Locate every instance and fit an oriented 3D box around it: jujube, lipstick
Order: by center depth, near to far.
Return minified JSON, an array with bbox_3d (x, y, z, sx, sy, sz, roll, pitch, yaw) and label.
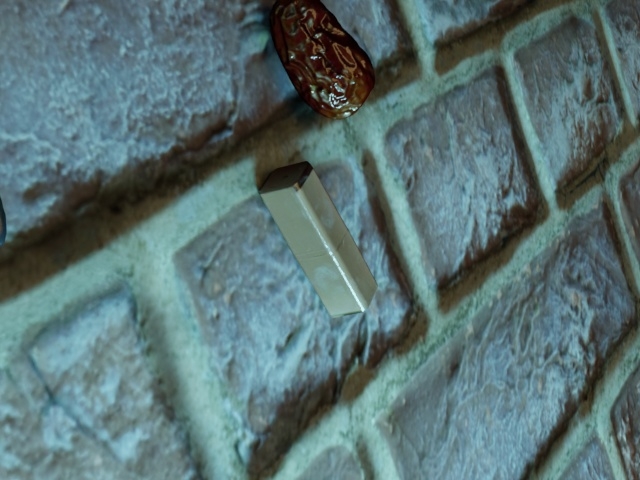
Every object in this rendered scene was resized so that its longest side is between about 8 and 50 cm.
[{"bbox_3d":[0.000,0.000,1.229,0.145,0.045,0.045,60,34,-26],"label":"lipstick"},{"bbox_3d":[0.000,-0.174,1.261,0.129,0.077,0.077,57,37,-21],"label":"jujube"}]

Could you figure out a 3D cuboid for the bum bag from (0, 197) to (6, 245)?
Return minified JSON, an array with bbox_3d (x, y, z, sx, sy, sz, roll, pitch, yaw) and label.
[{"bbox_3d":[-0.258,-0.114,0.829,0.137,0.074,0.310,12,63,-43],"label":"bum bag"}]
